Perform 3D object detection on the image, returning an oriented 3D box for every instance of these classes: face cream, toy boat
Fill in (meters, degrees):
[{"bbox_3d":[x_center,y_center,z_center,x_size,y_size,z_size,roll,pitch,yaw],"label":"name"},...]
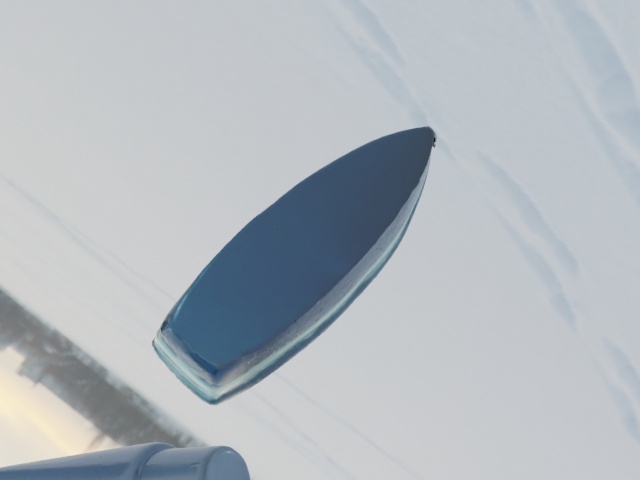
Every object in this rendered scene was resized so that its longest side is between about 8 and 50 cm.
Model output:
[{"bbox_3d":[-0.235,0.264,1.073,0.385,0.086,0.135,-14,144,38],"label":"face cream"},{"bbox_3d":[0.000,0.000,0.779,0.096,0.299,0.062,41,153,13],"label":"toy boat"}]
